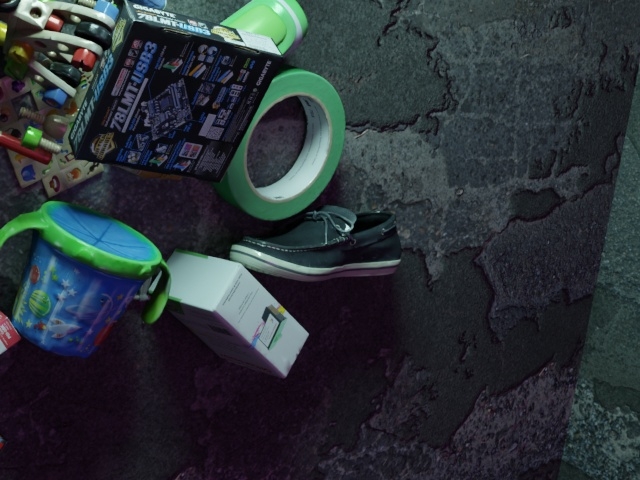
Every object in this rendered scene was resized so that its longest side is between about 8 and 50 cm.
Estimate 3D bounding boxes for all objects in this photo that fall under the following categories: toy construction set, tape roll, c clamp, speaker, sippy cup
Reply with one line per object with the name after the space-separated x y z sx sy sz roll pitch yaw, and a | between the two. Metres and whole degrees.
-0.488 -0.302 1.541 0.237 0.257 0.308 23 95 -23 | toy construction set
-0.087 -0.202 1.988 0.321 0.077 0.321 -23 126 -36 | tape roll
-0.390 0.094 1.895 0.161 0.022 0.137 13 98 -44 | c clamp
-0.164 -0.359 1.844 0.296 0.131 0.131 -41 130 -22 | speaker
-0.437 0.079 1.723 0.306 0.240 0.224 28 100 -2 | sippy cup

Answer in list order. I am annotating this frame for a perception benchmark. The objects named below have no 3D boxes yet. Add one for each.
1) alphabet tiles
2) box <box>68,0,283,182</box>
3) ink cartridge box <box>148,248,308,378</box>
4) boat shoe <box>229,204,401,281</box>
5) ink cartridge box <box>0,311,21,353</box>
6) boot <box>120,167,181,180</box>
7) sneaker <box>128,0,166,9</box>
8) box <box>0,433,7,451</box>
-0.474 -0.204 1.711 0.198 0.009 0.237 -32 126 -29 | alphabet tiles
-0.255 -0.249 1.684 0.293 0.073 0.295 7 128 -34 | box
-0.184 0.152 1.970 0.278 0.201 0.117 50 62 -42 | ink cartridge box
0.000 0.000 2.104 0.500 0.187 0.155 -2 103 -46 | boat shoe
-0.611 0.178 1.677 0.135 0.099 0.056 -39 127 -25 | ink cartridge box
-0.300 -0.210 1.822 0.152 0.073 0.197 13 110 -43 | boot
-0.330 -0.483 1.676 0.080 0.081 0.211 -49 134 -18 | sneaker
-0.683 0.433 1.759 0.114 0.036 0.207 40 79 -43 | box
